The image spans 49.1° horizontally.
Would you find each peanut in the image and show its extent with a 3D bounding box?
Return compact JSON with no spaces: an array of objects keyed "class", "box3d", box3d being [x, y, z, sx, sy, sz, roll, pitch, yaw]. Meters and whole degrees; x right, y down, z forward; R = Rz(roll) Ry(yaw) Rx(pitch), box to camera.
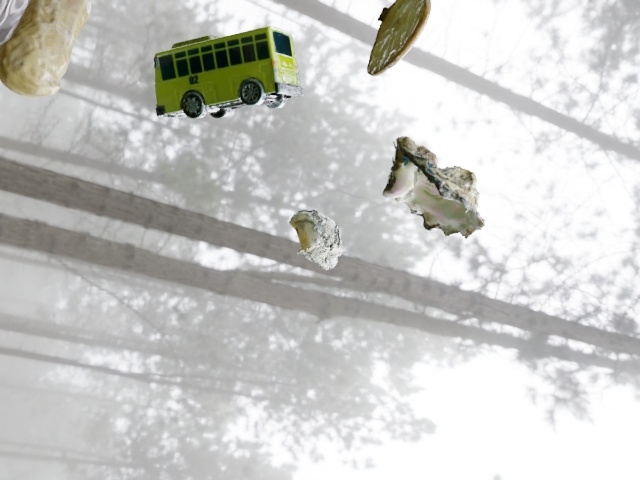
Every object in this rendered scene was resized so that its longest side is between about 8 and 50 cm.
[{"class":"peanut","box3d":[-0.350,-0.257,0.887,0.099,0.099,0.214,-44,-142,43]}]

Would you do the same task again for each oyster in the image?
[{"class":"oyster","box3d":[0.197,-0.089,1.278,0.198,0.259,0.092,7,-112,48]}]

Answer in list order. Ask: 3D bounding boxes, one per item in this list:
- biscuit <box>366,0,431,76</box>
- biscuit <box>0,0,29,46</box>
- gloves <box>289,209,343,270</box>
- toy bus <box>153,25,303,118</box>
[{"class":"biscuit","box3d":[0.190,-0.509,1.705,0.260,0.041,0.203,-55,-146,32]},{"class":"biscuit","box3d":[-0.283,-0.334,0.530,0.407,0.091,0.408,1,-88,47]},{"class":"gloves","box3d":[0.003,-0.002,1.402,0.070,0.153,0.114,-24,-110,18]},{"class":"toy bus","box3d":[-0.180,-0.310,1.316,0.262,0.128,0.150,-6,-84,20]}]
